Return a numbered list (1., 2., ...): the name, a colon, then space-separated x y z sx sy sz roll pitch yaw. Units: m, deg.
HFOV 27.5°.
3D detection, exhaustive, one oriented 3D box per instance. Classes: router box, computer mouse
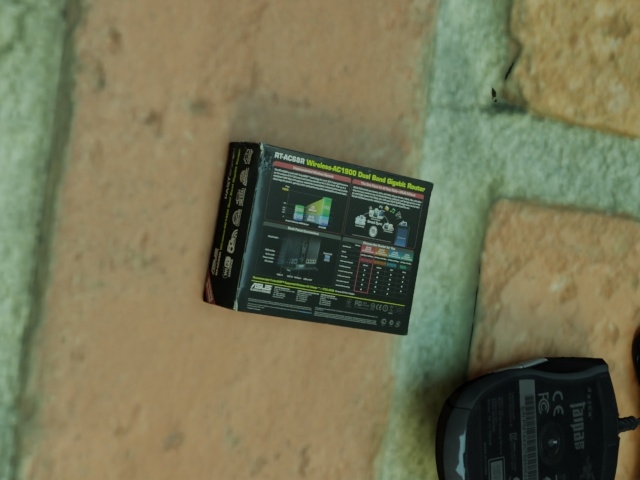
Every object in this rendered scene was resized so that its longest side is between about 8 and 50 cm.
1. router box: 0.000 0.000 0.738 0.122 0.038 0.092 11 89 -34
2. computer mouse: 0.153 0.159 0.845 0.262 0.060 0.184 -10 96 -44
